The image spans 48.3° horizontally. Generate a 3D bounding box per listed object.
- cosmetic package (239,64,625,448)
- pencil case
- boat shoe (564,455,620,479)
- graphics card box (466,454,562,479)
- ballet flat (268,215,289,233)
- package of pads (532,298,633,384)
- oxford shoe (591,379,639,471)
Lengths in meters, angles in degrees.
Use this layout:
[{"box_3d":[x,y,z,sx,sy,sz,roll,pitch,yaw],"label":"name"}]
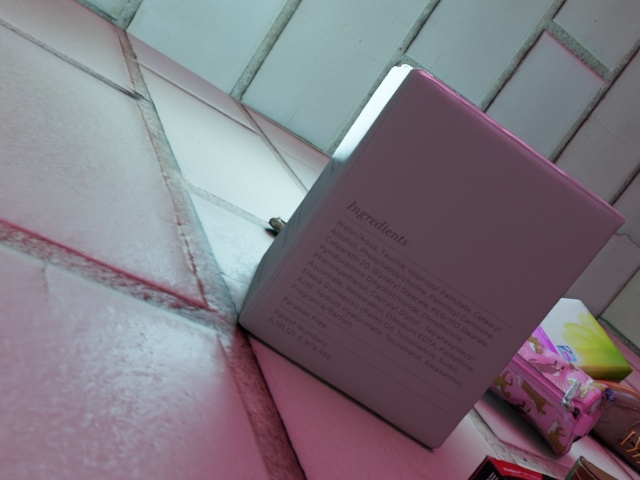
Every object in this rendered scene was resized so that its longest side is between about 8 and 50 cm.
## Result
[{"box_3d":[0.135,0.001,1.031,0.327,0.394,0.329,34,13,-6],"label":"cosmetic package"},{"box_3d":[0.348,0.220,1.347,0.160,0.167,0.386,-27,57,-39],"label":"pencil case"},{"box_3d":[0.486,0.392,0.947,0.324,0.120,0.122,37,9,17],"label":"boat shoe"},{"box_3d":[0.311,0.397,0.716,0.232,0.094,0.371,27,14,-35],"label":"graphics card box"},{"box_3d":[0.000,0.000,1.463,0.249,0.058,0.084,27,14,-33],"label":"ballet flat"},{"box_3d":[0.530,0.234,1.634,0.296,0.101,0.229,7,40,-29],"label":"package of pads"},{"box_3d":[0.694,0.427,1.558,0.363,0.130,0.133,31,20,-12],"label":"oxford shoe"}]
